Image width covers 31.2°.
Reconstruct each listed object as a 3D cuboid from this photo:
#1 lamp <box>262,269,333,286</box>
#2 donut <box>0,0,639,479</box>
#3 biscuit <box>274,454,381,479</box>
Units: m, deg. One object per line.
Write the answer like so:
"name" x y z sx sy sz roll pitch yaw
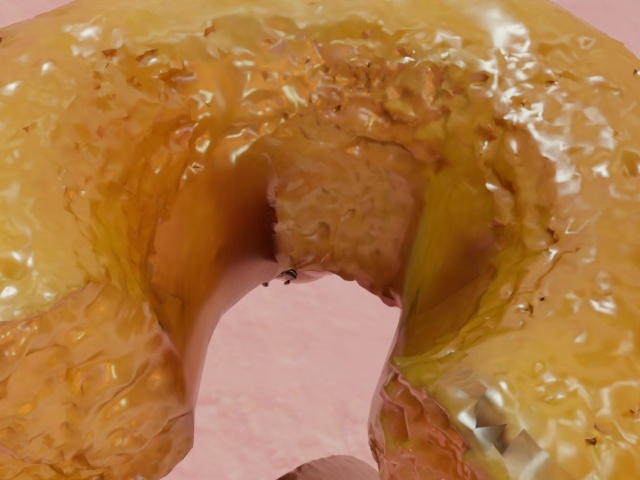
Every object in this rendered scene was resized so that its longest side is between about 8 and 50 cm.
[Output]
"lamp" -0.034 -0.035 0.929 0.182 0.182 0.140 -7 46 25
"donut" 0.000 0.000 0.537 0.435 0.163 0.377 11 48 4
"biscuit" -0.072 0.278 0.797 0.063 0.367 0.314 42 92 16
